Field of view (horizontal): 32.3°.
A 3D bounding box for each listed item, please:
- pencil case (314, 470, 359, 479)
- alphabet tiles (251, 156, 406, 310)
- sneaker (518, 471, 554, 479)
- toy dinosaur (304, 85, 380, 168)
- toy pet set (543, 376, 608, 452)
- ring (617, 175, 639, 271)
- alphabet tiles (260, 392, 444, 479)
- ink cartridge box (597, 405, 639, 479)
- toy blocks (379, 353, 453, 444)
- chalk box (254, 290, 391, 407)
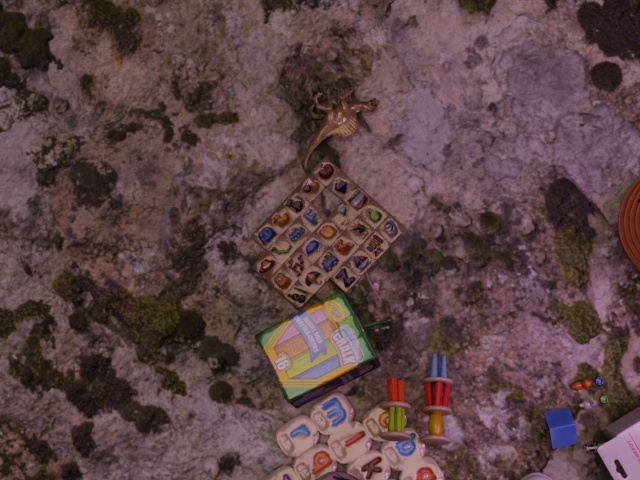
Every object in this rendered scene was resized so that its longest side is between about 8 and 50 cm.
[{"bbox_3d":[0.116,0.510,1.638,0.183,0.160,0.410,-49,42,-14],"label":"pencil case"},{"bbox_3d":[0.000,0.000,1.955,0.198,0.009,0.237,42,85,13],"label":"alphabet tiles"},{"bbox_3d":[0.292,0.494,1.731,0.108,0.169,0.293,30,81,14],"label":"sneaker"},{"bbox_3d":[0.019,-0.218,1.979,0.183,0.053,0.093,-38,78,-3],"label":"toy dinosaur"},{"bbox_3d":[0.427,0.291,1.814,0.114,0.065,0.122,-12,76,3],"label":"toy pet set"},{"bbox_3d":[0.659,-0.035,1.808,0.336,0.032,0.337,-13,45,14],"label":"ring"},{"bbox_3d":[0.051,0.406,1.852,0.278,0.021,0.284,-33,76,-1],"label":"alphabet tiles"},{"bbox_3d":[0.536,0.323,1.782,0.181,0.061,0.104,-31,96,-2],"label":"ink cartridge box"},{"bbox_3d":[0.160,0.260,1.842,0.123,0.054,0.148,7,68,-7],"label":"toy blocks"},{"bbox_3d":[0.018,0.173,1.852,0.213,0.132,0.132,-28,76,-2],"label":"chalk box"}]
